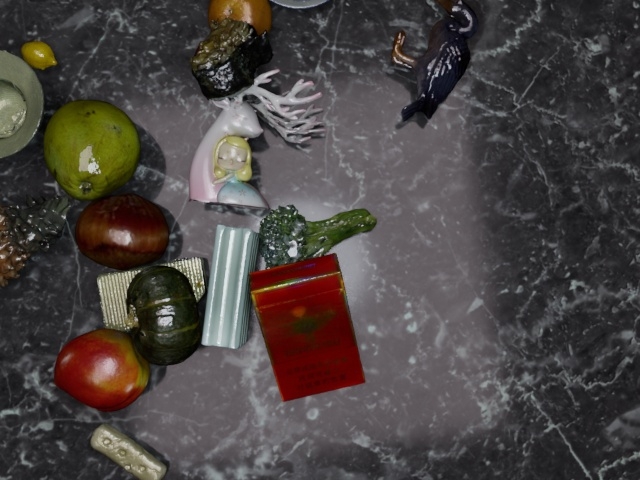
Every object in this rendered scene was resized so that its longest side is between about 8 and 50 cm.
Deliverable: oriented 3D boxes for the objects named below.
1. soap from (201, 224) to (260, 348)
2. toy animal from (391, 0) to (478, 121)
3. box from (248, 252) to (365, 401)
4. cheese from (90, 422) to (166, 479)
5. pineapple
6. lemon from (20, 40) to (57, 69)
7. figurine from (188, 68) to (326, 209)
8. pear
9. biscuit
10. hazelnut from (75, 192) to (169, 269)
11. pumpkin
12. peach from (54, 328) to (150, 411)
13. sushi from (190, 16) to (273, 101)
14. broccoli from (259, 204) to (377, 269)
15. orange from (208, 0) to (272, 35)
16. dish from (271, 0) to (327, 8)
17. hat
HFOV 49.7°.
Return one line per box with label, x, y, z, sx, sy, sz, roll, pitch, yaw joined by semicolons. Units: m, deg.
soap;-0.201;0.104;1.569;0.088;0.160;0.265;7;88;1
toy animal;0.257;-0.420;1.614;0.186;0.122;0.298;10;88;0
box;-0.026;0.196;1.529;0.198;0.089;0.313;-13;120;0
cheese;-0.447;0.498;1.610;0.194;0.043;0.065;33;83;4
pineapple;-0.707;-0.010;1.551;0.357;0.223;0.222;-23;87;-1
lemon;-0.670;-0.441;1.648;0.092;0.065;0.065;25;87;1
figurine;-0.138;-0.226;1.584;0.285;0.206;0.315;7;93;6
pear;-0.507;-0.204;1.545;0.213;0.212;0.269;-7;43;0
biscuit;-0.387;0.128;1.623;0.252;0.052;0.150;-11;93;0
hazelnut;-0.447;-0.021;1.564;0.204;0.178;0.177;2;87;-4
pumpkin;-0.344;0.164;1.495;0.157;0.224;0.223;-8;87;-28
peach;-0.488;0.294;1.548;0.192;0.190;0.190;-23;87;7
sushi;-0.190;-0.399;1.488;0.147;0.115;0.212;1;44;23
broccoli;-0.003;0.019;1.587;0.275;0.177;0.198;1;81;-13
orange;-0.186;-0.525;1.623;0.155;0.134;0.154;4;102;19
dish;-0.050;-0.700;1.622;0.274;0.133;0.273;0;127;0
hat;-0.742;-0.302;1.606;0.257;0.130;0.257;0;87;1
